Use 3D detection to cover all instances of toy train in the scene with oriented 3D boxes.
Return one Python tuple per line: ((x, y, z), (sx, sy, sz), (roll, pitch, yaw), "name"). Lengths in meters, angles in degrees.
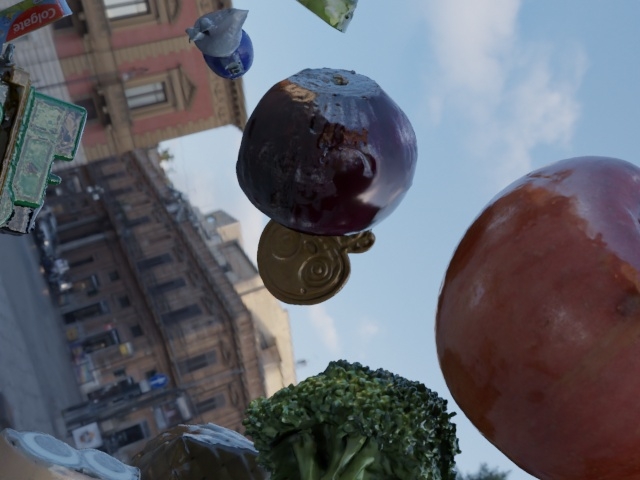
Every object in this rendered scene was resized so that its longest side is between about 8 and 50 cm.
((-0.330, -0.089, 0.738), (0.091, 0.136, 0.227), (19, -84, 49), "toy train")

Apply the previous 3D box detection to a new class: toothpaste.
((-0.523, -0.365, 1.207), (0.044, 0.193, 0.070), (-81, 149, -67), "toothpaste")

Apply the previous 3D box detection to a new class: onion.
((0.040, -0.145, 1.210), (0.260, 0.337, 0.282), (24, -69, 29), "onion")

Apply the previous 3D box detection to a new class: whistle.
((-0.049, -0.106, 0.380), (0.083, 0.033, 0.029), (38, 32, -88), "whistle")

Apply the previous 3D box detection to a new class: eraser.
((-0.332, 0.361, 0.749), (0.171, 0.290, 0.087), (32, -6, -33), "eraser")

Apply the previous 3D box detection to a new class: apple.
((0.303, 0.104, 0.806), (0.364, 0.364, 0.364), (54, -26, 42), "apple")

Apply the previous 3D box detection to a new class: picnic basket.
((-0.226, 0.469, 1.142), (0.337, 0.293, 0.337), (-38, -141, 40), "picnic basket")

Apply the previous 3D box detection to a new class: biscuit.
((0.000, 0.000, 1.392), (0.202, 0.289, 0.044), (47, 1, 12), "biscuit")

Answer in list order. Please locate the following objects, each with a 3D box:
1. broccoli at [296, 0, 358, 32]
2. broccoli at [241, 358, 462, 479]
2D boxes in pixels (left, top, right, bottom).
((0.064, -0.413, 0.735), (0.252, 0.221, 0.361), (-179, -69, -77), "broccoli")
((-0.004, 0.308, 0.910), (0.375, 0.302, 0.249), (-49, -124, 22), "broccoli")
